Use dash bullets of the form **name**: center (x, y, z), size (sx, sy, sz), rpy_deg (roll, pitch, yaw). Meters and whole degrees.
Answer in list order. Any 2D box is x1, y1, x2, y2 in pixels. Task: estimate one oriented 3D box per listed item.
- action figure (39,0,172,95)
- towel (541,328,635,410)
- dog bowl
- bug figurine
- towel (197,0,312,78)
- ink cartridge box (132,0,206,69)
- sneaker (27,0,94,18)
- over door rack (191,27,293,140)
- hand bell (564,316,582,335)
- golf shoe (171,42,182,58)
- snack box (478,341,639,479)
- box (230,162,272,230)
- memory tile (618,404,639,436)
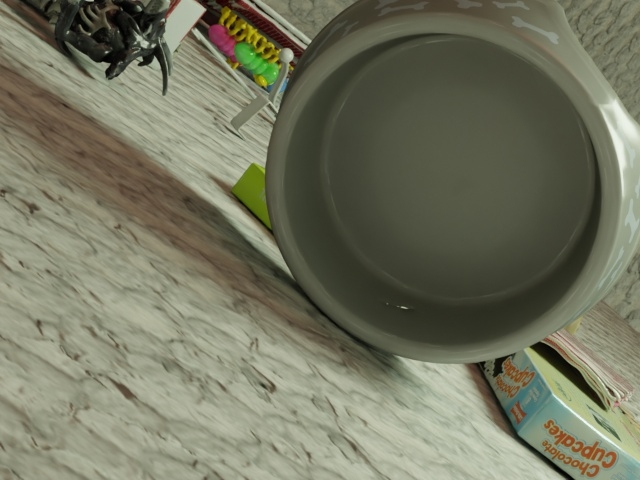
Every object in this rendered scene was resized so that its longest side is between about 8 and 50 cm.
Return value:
- **action figure**: center (-0.235, -0.266, 1.481), size (0.276, 0.141, 0.164), rpy_deg (35, 34, -19)
- **towel**: center (0.290, 0.134, 1.678), size (0.144, 0.029, 0.197), rpy_deg (42, 6, 14)
- **dog bowl**: center (0.110, -0.051, 1.288), size (0.349, 0.349, 0.102), rpy_deg (40, 21, 1)
- **bug figurine**: center (-0.080, -0.265, 2.350), size (0.216, 0.072, 0.279), rpy_deg (41, 3, -34)
- **towel**: center (-0.097, -0.344, 2.532), size (0.237, 0.037, 0.329), rpy_deg (36, -6, -21)
- **ink cartridge box**: center (-0.220, -0.289, 1.810), size (0.135, 0.099, 0.056), rpy_deg (45, 10, 29)
- **sneaker**: center (-0.326, -0.305, 1.569), size (0.212, 0.080, 0.094), rpy_deg (39, 22, -8)
- **over door rack**: center (-0.043, -0.182, 1.997), size (0.324, 0.108, 0.239), rpy_deg (29, 13, -49)
- **hand bell**: center (0.243, 0.057, 2.085), size (0.242, 0.126, 0.126), rpy_deg (27, 11, -7)
- **golf shoe**: center (-0.229, -0.293, 1.914), size (0.176, 0.069, 0.086), rpy_deg (60, -15, 19)
- **snack box**: center (0.264, 0.182, 1.609), size (0.187, 0.060, 0.322), rpy_deg (38, 9, -13)
- **box**: center (0.000, 0.000, 1.481), size (0.178, 0.042, 0.109), rpy_deg (44, 10, 30)
- **memory tile**: center (0.420, 0.245, 2.097), size (0.113, 0.012, 0.148), rpy_deg (38, 9, -16)
